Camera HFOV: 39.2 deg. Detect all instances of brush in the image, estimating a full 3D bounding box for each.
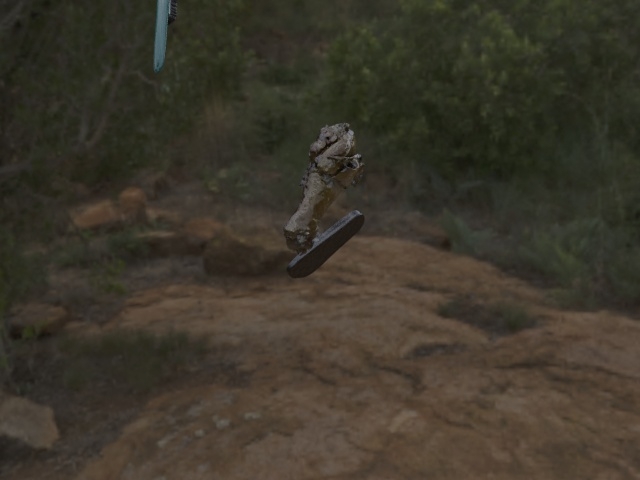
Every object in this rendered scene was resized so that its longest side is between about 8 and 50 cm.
[{"bbox_3d":[-0.279,-0.386,1.625,0.032,0.193,0.043,12,-23,-36],"label":"brush"}]

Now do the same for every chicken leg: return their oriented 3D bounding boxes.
[{"bbox_3d":[0.008,-0.079,1.271,0.081,0.125,0.196,19,50,10],"label":"chicken leg"}]

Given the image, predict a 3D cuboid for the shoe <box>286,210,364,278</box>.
[{"bbox_3d":[0.000,0.000,1.635,0.179,0.071,0.049,-40,60,-15],"label":"shoe"}]
